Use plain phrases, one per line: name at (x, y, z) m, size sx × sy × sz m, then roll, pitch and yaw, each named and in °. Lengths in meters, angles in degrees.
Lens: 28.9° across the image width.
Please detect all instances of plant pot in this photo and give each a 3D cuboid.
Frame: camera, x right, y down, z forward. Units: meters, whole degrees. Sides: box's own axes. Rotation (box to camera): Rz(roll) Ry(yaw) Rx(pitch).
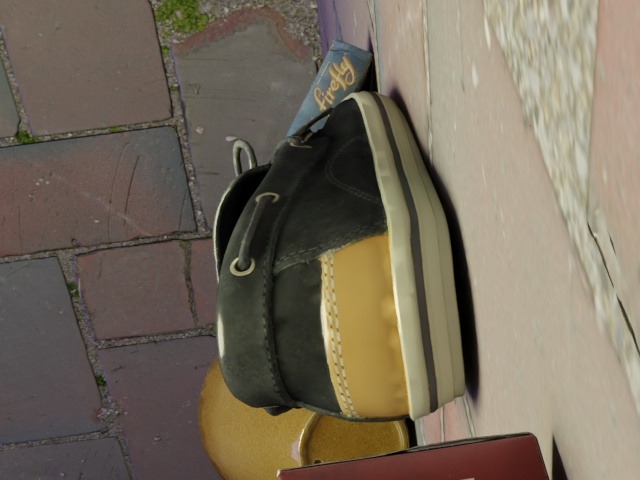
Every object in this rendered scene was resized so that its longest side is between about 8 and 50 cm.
plant pot at (0.002, 0.210, 1.374) m, size 0.254 × 0.237 × 0.237 m, roll -170°, pitch 72°, yaw -75°

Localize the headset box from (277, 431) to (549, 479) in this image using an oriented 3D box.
headset box at (0.055, 0.233, 0.461) m, size 0.293 × 0.110 × 0.218 m, roll -98°, pitch 1°, yaw -52°

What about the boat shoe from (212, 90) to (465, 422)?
boat shoe at (0.000, 0.000, 0.915) m, size 0.500 × 0.156 × 0.186 m, roll -94°, pitch -5°, yaw -76°

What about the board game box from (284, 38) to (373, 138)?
board game box at (-0.020, -0.062, 1.228) m, size 0.243 × 0.042 × 0.165 m, roll -64°, pitch -5°, yaw -9°
